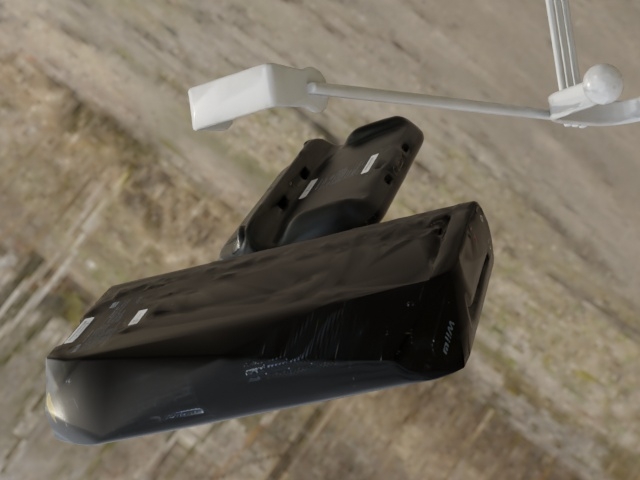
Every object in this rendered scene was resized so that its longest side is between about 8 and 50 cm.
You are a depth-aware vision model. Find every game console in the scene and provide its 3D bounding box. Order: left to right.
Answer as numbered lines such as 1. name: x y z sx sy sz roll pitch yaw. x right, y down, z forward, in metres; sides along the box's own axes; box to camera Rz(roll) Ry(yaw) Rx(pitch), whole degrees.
1. game console: 0.000 0.000 0.753 0.361 0.213 0.044 -59 -46 -64

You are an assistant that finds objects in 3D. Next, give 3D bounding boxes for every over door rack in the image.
1. over door rack: 0.073 -0.180 0.714 0.324 0.239 0.108 -4 172 -38
